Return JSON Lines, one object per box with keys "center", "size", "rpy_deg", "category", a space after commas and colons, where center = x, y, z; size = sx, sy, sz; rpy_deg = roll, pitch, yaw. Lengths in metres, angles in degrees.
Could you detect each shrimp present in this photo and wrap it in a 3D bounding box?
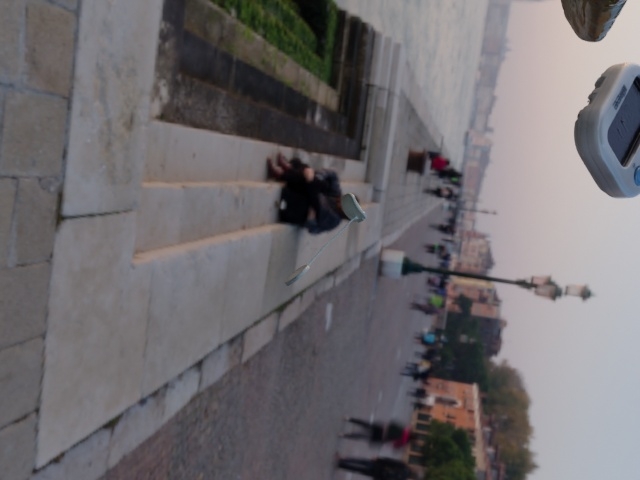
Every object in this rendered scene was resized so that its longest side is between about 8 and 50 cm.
{"center": [0.310, -0.336, 0.837], "size": [0.296, 0.058, 0.169], "rpy_deg": [69, 5, -80], "category": "shrimp"}

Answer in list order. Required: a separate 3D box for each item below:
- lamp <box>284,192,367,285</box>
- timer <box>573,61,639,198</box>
{"center": [0.000, 0.000, 1.295], "size": [0.198, 0.056, 0.050], "rpy_deg": [-44, -168, -25], "category": "lamp"}
{"center": [0.644, -0.235, 1.615], "size": [0.237, 0.087, 0.262], "rpy_deg": [47, 64, -27], "category": "timer"}
